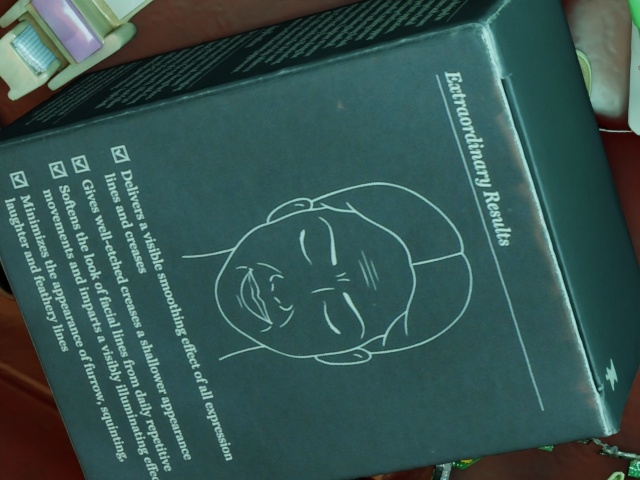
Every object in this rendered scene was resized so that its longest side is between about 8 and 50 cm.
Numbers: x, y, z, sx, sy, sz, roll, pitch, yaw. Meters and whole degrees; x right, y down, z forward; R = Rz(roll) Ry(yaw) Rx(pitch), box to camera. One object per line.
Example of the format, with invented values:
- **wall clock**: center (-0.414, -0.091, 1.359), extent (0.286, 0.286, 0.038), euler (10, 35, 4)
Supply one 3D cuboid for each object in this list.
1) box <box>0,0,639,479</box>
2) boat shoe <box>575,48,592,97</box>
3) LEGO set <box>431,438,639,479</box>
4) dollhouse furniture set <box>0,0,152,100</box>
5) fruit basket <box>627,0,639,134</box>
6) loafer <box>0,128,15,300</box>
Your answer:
- **box**: center (0.000, 0.000, 1.375), extent (0.395, 0.212, 0.293), euler (-12, 107, 22)
- **boat shoe**: center (0.168, -0.077, 1.437), extent (0.050, 0.045, 0.135), euler (16, 111, 2)
- **LEGO set**: center (0.194, 0.227, 1.417), extent (0.331, 0.192, 0.255), euler (22, 80, 5)
- **dollhouse furniture set**: center (-0.225, -0.239, 1.307), extent (0.198, 0.303, 0.286), euler (-34, 100, 19)
- **fruit basket**: center (0.348, -0.221, 1.268), extent (0.327, 0.165, 0.353), euler (13, 101, 45)
- **loafer**: center (-0.293, -0.065, 1.492), extent (0.096, 0.084, 0.267), euler (-38, 99, 19)
